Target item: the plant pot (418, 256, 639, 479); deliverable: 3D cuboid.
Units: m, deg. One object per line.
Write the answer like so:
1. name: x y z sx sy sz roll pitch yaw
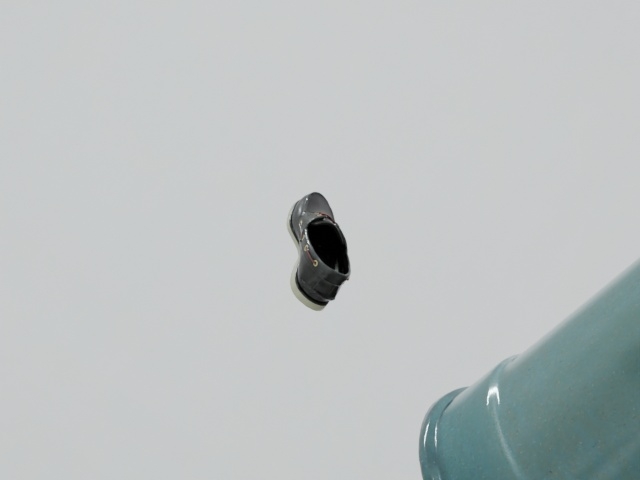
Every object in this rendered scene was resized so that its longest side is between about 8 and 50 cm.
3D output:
1. plant pot: 0.324 0.166 1.351 0.334 0.341 0.341 -49 -3 28

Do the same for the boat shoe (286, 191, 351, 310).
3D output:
1. boat shoe: 0.002 0.001 1.199 0.042 0.049 0.133 -50 22 27
